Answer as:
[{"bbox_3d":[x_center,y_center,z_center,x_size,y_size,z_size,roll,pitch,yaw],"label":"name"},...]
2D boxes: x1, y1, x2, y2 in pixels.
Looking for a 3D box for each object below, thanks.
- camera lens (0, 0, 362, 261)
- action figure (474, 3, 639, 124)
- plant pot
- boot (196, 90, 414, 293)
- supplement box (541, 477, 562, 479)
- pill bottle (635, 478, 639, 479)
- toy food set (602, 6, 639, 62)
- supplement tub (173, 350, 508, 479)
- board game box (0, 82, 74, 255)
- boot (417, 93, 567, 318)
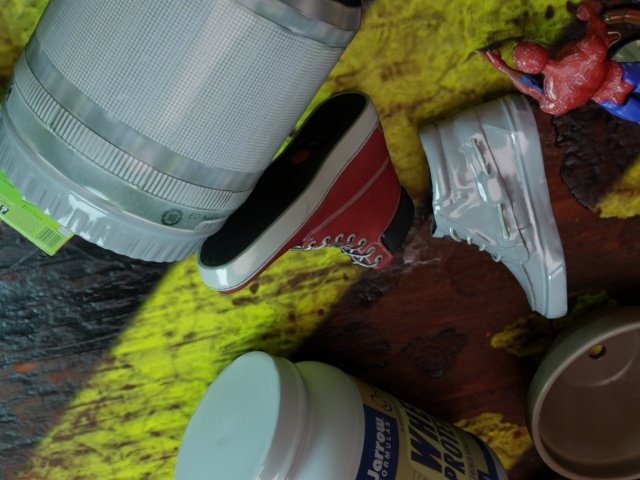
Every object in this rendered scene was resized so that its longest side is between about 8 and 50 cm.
[{"bbox_3d":[-0.115,-0.148,0.854,0.219,0.219,0.274,25,112,-25],"label":"camera lens"},{"bbox_3d":[0.268,-0.165,1.007,0.280,0.139,0.091,7,126,-38],"label":"action figure"},{"bbox_3d":[0.339,0.158,1.211,0.237,0.109,0.237,-5,121,-9],"label":"plant pot"},{"bbox_3d":[0.000,0.000,0.995,0.244,0.088,0.176,-48,131,-28],"label":"boot"},{"bbox_3d":[0.275,0.343,1.348,0.083,0.043,0.055,-6,122,-10],"label":"supplement box"},{"bbox_3d":[0.512,0.325,1.310,0.323,0.181,0.181,-22,123,2],"label":"pill bottle"},{"bbox_3d":[0.311,-0.216,1.032,0.122,0.019,0.078,-35,122,18],"label":"toy food set"},{"bbox_3d":[0.025,0.267,1.135,0.316,0.228,0.228,29,111,-27],"label":"supplement tub"},{"bbox_3d":[-0.286,-0.076,0.964,0.092,0.043,0.181,-42,121,13],"label":"board game box"},{"bbox_3d":[0.175,-0.021,1.086,0.123,0.095,0.258,-16,115,4],"label":"boot"}]
